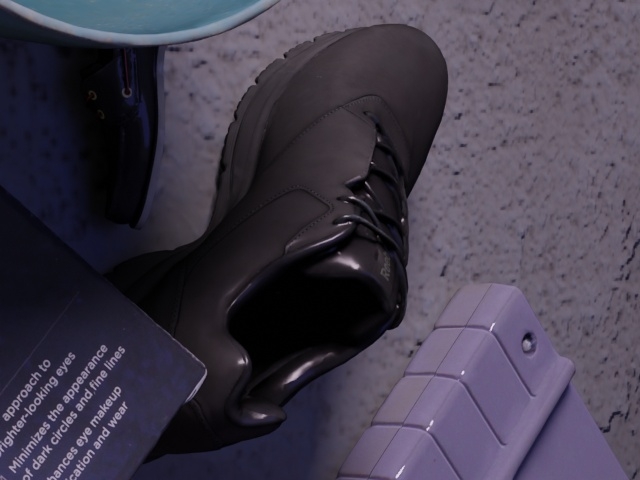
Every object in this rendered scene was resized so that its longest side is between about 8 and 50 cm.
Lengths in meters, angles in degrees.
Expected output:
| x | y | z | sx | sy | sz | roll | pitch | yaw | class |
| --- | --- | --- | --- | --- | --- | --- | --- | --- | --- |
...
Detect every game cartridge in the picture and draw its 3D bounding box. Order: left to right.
| x | y | z | sx | sy | sz | roll | pitch | yaw | class |
| --- | --- | --- | --- | --- | --- | --- | --- | --- | --- |
| 0.123 | 0.229 | 1.059 | 0.355 | 0.068 | 0.230 | 57 | 48 | -30 | game cartridge |

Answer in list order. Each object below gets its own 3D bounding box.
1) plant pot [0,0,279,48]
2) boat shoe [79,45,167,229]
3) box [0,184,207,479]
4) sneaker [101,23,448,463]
| x | y | z | sx | sy | sz | roll | pitch | yaw | class |
| --- | --- | --- | --- | --- | --- | --- | --- | --- | --- |
| -0.137 | -0.210 | 0.683 | 0.290 | 0.195 | 0.290 | 0 | 90 | -47 | plant pot |
| -0.090 | -0.072 | 0.846 | 0.042 | 0.049 | 0.133 | 2 | 95 | -19 | boat shoe |
| -0.157 | 0.065 | 0.706 | 0.158 | 0.093 | 0.156 | 44 | 58 | -15 | box |
| 0.000 | 0.000 | 0.877 | 0.109 | 0.130 | 0.286 | 54 | 52 | -29 | sneaker |
